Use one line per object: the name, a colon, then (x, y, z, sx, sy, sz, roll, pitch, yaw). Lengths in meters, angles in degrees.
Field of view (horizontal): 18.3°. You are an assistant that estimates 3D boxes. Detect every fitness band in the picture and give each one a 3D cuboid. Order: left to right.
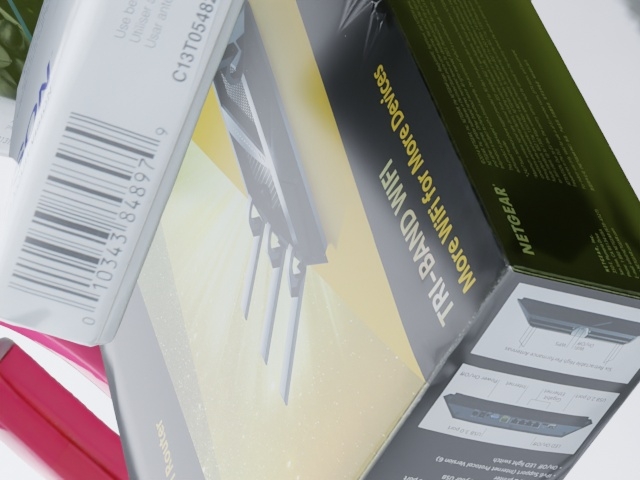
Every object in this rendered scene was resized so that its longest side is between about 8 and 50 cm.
fitness band: (-0.124, 0.115, 1.236, 0.291, 0.054, 0.209, 43, 151, -16)

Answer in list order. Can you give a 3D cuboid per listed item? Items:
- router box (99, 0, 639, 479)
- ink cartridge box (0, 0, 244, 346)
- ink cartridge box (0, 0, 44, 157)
router box: (0.000, 0.000, 0.786, 0.081, 0.243, 0.309, 12, -144, -28)
ink cartridge box: (-0.053, -0.115, 0.645, 0.045, 0.223, 0.224, 17, -154, -13)
ink cartridge box: (-0.205, -0.133, 1.047, 0.206, 0.045, 0.208, 11, -140, -56)
